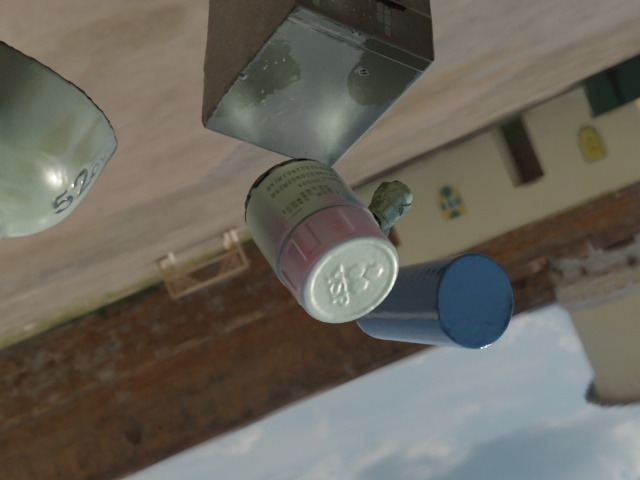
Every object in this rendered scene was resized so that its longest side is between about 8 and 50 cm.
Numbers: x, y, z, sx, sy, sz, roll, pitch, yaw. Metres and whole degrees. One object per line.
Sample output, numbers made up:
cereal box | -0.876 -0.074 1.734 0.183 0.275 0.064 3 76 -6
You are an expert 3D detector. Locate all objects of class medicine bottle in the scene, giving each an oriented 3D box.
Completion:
medicine bottle | 0.000 0.000 1.361 0.135 0.135 0.168 -23 -139 -11

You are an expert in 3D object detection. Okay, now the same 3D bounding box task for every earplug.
earplug | 0.143 0.091 1.724 0.132 0.132 0.273 -23 -172 -30

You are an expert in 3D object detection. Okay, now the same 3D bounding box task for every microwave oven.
microwave oven | -0.014 -0.386 1.859 0.236 0.432 0.374 17 142 -24

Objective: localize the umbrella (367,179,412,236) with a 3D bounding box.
umbrella | 0.071 -0.027 1.626 0.143 0.067 0.062 -44 161 -21

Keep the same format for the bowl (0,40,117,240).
bowl | -0.449 -0.106 1.467 0.354 0.354 0.185 -24 -136 59
